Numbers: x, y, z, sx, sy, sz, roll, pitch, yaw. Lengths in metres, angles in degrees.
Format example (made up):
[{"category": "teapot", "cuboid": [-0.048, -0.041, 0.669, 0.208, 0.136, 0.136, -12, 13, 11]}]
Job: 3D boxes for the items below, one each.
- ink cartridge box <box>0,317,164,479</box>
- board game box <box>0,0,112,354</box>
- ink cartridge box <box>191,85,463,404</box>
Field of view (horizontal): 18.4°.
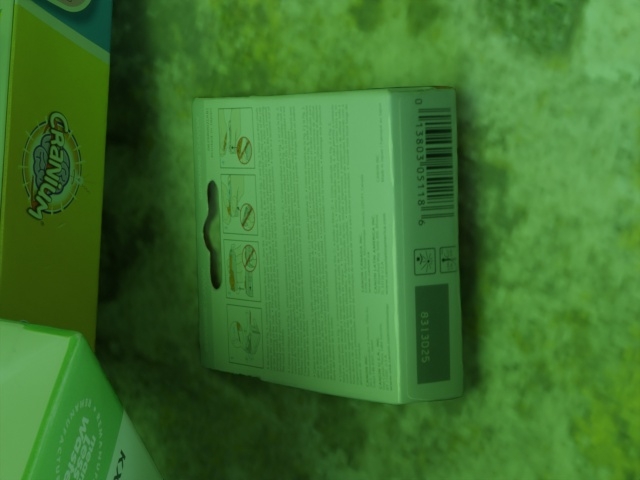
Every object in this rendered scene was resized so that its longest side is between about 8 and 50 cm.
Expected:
[{"category": "ink cartridge box", "cuboid": [-0.141, 0.202, 0.900, 0.119, 0.353, 0.207, 8, 61, 15]}, {"category": "board game box", "cuboid": [-0.215, -0.043, 1.045, 0.242, 0.064, 0.316, -14, 68, 40]}, {"category": "ink cartridge box", "cuboid": [0.000, 0.000, 0.954, 0.179, 0.045, 0.145, 5, 98, 58]}]
